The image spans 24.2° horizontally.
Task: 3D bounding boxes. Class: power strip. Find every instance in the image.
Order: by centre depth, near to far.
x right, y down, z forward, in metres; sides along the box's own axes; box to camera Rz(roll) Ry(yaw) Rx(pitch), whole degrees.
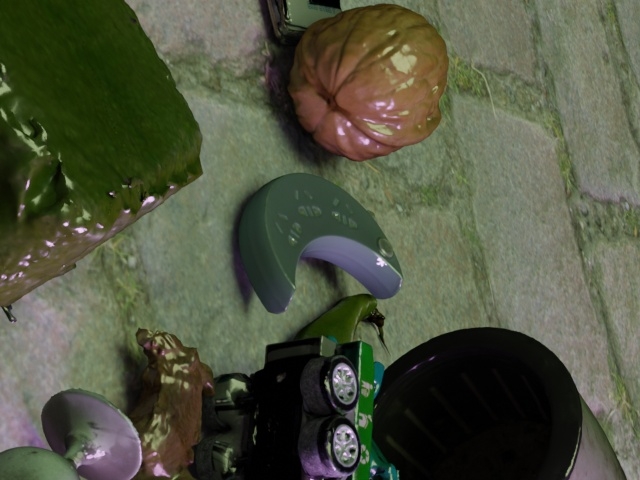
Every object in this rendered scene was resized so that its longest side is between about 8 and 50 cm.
[{"bbox_3d":[0.000,0.000,1.720,0.253,0.054,0.167,-8,68,-52],"label":"power strip"}]

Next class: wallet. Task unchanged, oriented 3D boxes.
[{"bbox_3d":[-0.027,-0.359,1.898,0.170,0.069,0.231,5,71,-61],"label":"wallet"}]

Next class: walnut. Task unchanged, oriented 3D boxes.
[{"bbox_3d":[0.064,-0.196,1.828,0.213,0.213,0.213,33,47,-45],"label":"walnut"}]

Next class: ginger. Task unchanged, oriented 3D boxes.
[{"bbox_3d":[-0.147,0.221,1.377,0.122,0.084,0.290,47,39,-44],"label":"ginger"}]

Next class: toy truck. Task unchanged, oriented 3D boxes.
[{"bbox_3d":[-0.010,0.258,1.472,0.178,0.176,0.363,33,54,-44],"label":"toy truck"}]

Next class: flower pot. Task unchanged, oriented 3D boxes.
[{"bbox_3d":[0.218,0.309,1.728,0.330,0.293,0.293,51,36,-41],"label":"flower pot"}]

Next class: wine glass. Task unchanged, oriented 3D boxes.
[{"bbox_3d":[-0.244,0.223,1.211,0.103,0.103,0.231,62,36,-14],"label":"wine glass"}]

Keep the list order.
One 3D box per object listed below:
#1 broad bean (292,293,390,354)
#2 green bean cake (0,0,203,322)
[{"bbox_3d":[0.015,0.130,1.708,0.318,0.056,0.098,-28,97,-60],"label":"broad bean"},{"bbox_3d":[-0.275,-0.111,1.217,0.335,0.218,0.319,61,19,-4],"label":"green bean cake"}]
